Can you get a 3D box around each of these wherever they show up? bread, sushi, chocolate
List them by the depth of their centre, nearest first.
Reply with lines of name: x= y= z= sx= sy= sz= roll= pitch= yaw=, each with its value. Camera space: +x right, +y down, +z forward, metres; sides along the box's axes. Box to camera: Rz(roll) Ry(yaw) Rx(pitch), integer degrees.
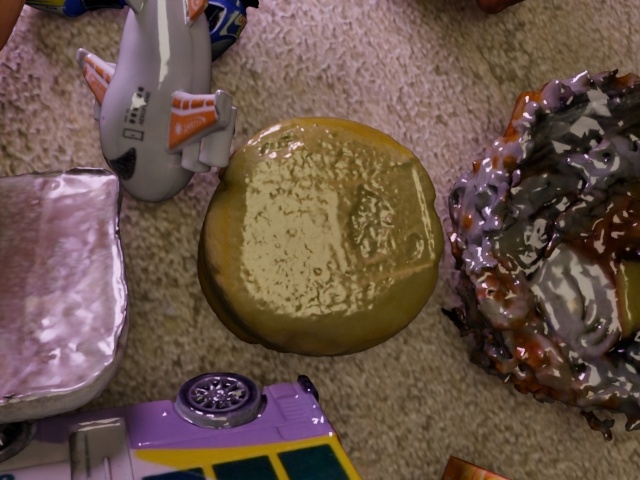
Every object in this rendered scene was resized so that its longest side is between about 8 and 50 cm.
chocolate: x=-0.275 y=0.050 z=0.668 sx=0.185 sy=0.100 sz=0.303 roll=-2 pitch=39 yaw=-14
bread: x=0.000 y=0.000 z=0.757 sx=0.269 sy=0.148 sz=0.270 roll=1 pitch=85 yaw=-11
sushi: x=0.338 y=0.019 z=0.793 sx=0.417 sy=0.176 sz=0.418 roll=1 pitch=81 yaw=-9

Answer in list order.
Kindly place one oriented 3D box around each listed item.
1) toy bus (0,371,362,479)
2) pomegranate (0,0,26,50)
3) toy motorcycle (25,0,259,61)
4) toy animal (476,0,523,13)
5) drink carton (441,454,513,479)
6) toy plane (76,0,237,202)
toy bus: x=-0.188 y=0.275 z=0.574 sx=0.439 sy=0.249 sz=0.209 roll=-4 pitch=113 yaw=-20
pomegranate: x=-0.461 y=-0.285 z=0.605 sx=0.411 sy=0.411 sz=0.412 roll=1 pitch=81 yaw=-9
toy motorcycle: x=-0.183 y=-0.292 z=0.794 sx=0.315 sy=0.113 sz=0.169 roll=8 pitch=89 yaw=1
toy animal: x=0.121 y=-0.416 z=0.822 sx=0.191 sy=0.216 sz=0.338 roll=-31 pitch=84 yaw=14
drink carton: x=0.182 y=0.286 z=0.700 sx=0.071 sy=0.223 sz=0.096 roll=26 pitch=78 yaw=-6
toy plane: x=-0.171 y=-0.156 z=0.716 sx=0.117 sy=0.244 sz=0.245 roll=-10 pitch=81 yaw=-49
